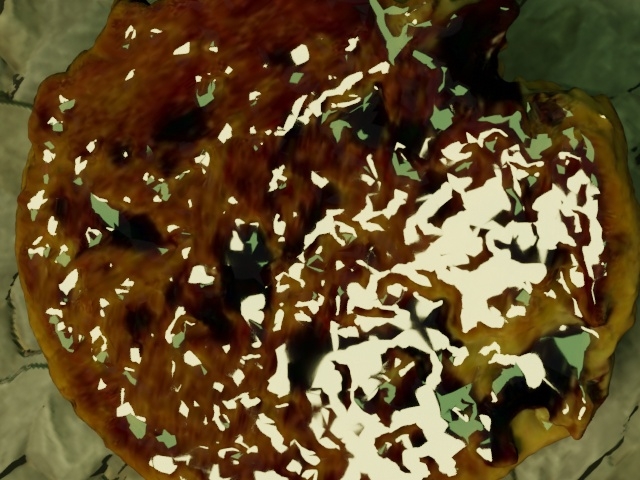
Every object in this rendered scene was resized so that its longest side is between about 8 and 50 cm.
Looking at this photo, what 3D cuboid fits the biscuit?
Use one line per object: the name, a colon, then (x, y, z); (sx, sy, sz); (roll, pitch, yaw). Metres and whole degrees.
biscuit: (0.000, -0.004, 0.907); (0.334, 0.081, 0.289); (6, 99, 17)
